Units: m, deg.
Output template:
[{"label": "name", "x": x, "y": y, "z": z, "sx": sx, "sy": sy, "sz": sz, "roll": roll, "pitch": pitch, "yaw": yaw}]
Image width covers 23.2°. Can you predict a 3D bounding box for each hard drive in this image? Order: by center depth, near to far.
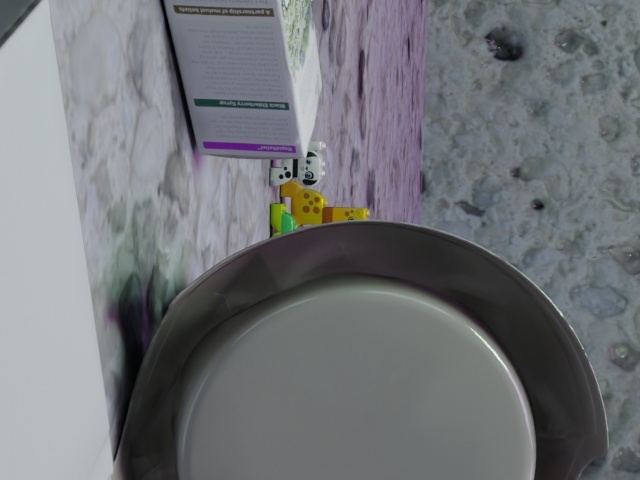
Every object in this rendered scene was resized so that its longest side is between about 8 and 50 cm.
[{"label": "hard drive", "x": -0.166, "y": 0.050, "z": 0.803, "sx": 0.203, "sy": 0.040, "sz": 0.307, "roll": -72, "pitch": 162, "yaw": -59}]

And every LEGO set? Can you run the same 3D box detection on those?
[{"label": "LEGO set", "x": 0.000, "y": 0.000, "z": 1.614, "sx": 0.087, "sy": 0.093, "sz": 0.227, "roll": -29, "pitch": 120, "yaw": -79}]

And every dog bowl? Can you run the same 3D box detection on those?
[{"label": "dog bowl", "x": 0.024, "y": 0.146, "z": 1.113, "sx": 0.102, "sy": 0.349, "sz": 0.349, "roll": -98, "pitch": -172, "yaw": -78}]

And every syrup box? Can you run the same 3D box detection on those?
[{"label": "syrup box", "x": -0.061, "y": -0.178, "z": 1.206, "sx": 0.237, "sy": 0.096, "sz": 0.093, "roll": 82, "pitch": 15, "yaw": -47}]
